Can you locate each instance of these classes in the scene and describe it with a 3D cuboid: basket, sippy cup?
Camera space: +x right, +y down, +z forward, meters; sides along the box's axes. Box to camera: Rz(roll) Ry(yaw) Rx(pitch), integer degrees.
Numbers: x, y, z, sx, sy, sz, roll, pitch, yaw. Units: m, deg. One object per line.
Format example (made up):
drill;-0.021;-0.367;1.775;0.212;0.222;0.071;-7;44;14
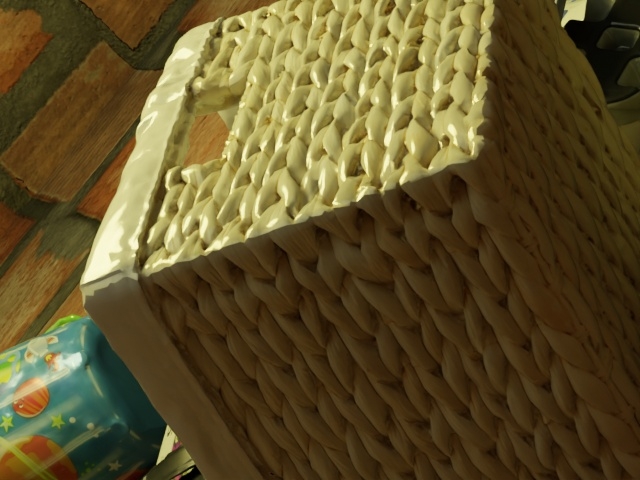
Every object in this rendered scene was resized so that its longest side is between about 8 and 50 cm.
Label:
basket;0.062;0.018;1.177;0.266;0.331;0.328;-22;28;22
sippy cup;-0.278;0.197;1.892;0.224;0.240;0.305;-32;61;17

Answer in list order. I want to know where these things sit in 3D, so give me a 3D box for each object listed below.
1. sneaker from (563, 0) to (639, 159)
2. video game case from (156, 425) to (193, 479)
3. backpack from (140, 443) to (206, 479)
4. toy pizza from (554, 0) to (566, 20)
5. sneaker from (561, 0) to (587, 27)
sneaker;0.286;-0.180;1.415;0.122;0.146;0.330;19;62;37
video game case;-0.071;0.139;1.687;0.232;0.042;0.210;-13;59;61
backpack;-0.083;0.238;1.494;0.182;0.115;0.152;-44;30;15
toy pizza;0.141;-0.110;1.391;0.201;0.032;0.201;-161;90;-89
sneaker;0.231;-0.170;1.589;0.182;0.127;0.315;-30;33;38
